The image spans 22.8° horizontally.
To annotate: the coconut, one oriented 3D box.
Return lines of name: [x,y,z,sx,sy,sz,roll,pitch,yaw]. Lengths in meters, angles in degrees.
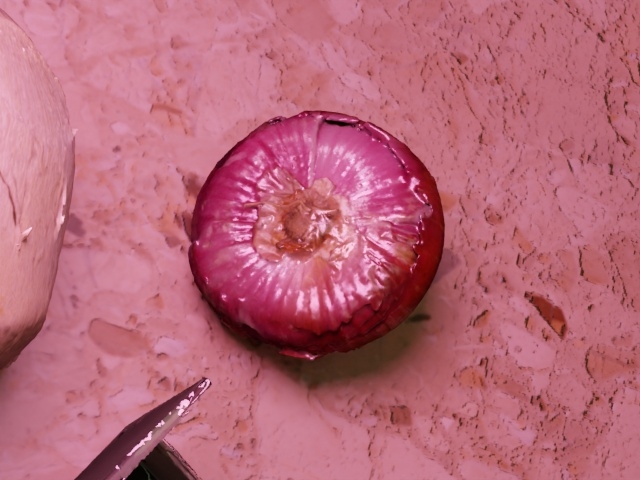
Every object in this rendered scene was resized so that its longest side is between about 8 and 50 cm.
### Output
coconut: [-0.352,-0.051,1.183,0.346,0.346,0.360,14,72,-16]

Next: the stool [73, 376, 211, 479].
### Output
stool: [-0.092,0.265,1.222,0.243,0.270,0.170,46,65,-4]

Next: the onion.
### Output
onion: [0.000,0.000,1.405,0.230,0.163,0.230,-3,75,12]
